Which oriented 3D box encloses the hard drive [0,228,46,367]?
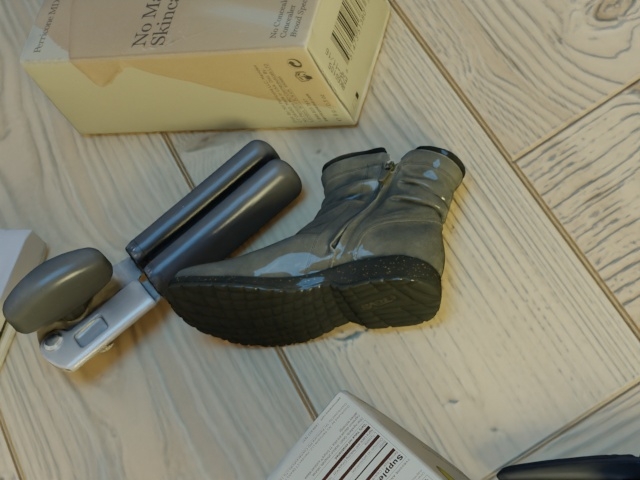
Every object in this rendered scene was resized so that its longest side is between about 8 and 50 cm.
[{"bbox_3d":[-0.424,0.078,1.643,0.307,0.040,0.203,1,58,29],"label":"hard drive"}]

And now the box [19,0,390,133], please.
[{"bbox_3d":[-0.108,-0.191,1.613,0.311,0.121,0.148,-1,58,27],"label":"box"}]

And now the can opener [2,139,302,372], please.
[{"bbox_3d":[-0.143,0.010,1.515,0.280,0.093,0.074,-37,47,-6],"label":"can opener"}]

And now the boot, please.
[{"bbox_3d":[0.000,0.000,1.459,0.246,0.083,0.161,-5,48,18],"label":"boot"}]

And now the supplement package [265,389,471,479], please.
[{"bbox_3d":[0.075,0.239,1.146,0.149,0.194,0.203,-51,49,0],"label":"supplement package"}]

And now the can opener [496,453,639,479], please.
[{"bbox_3d":[0.207,0.174,1.226,0.186,0.073,0.059,-3,64,38],"label":"can opener"}]
